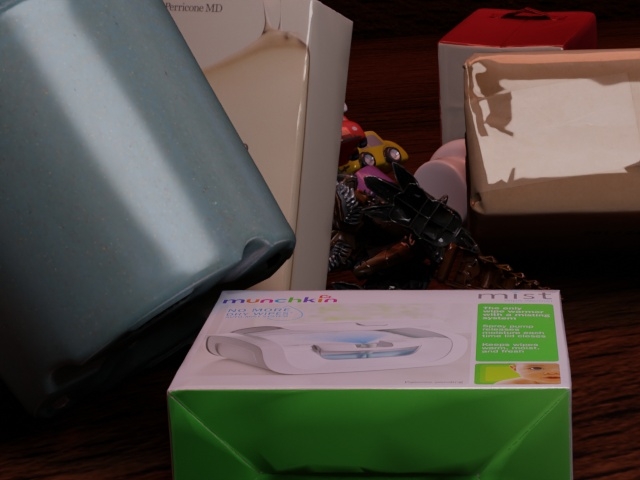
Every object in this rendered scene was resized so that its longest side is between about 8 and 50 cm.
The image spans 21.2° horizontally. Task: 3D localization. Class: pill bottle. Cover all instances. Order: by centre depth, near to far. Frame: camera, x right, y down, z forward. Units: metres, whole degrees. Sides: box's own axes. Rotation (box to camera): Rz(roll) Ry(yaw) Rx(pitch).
[{"bbox_3d":[0.202,-0.069,1.996,0.117,0.117,0.215,11,18,40],"label":"pill bottle"}]

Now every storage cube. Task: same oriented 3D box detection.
[{"bbox_3d":[0.280,-0.209,2.398,0.184,0.215,0.193,5,21,21],"label":"storage cube"}]

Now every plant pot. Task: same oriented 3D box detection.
[{"bbox_3d":[-0.213,-0.061,1.364,0.341,0.334,0.341,-33,-7,-5],"label":"plant pot"}]

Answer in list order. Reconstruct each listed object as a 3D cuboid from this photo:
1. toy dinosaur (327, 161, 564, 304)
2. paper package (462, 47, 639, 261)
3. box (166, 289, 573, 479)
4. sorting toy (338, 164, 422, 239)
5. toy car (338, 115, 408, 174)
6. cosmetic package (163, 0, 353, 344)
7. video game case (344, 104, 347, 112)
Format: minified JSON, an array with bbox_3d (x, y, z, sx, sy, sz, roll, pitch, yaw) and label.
[{"bbox_3d":[0.074,-0.003,1.652,0.322,0.164,0.218,-1,7,2],"label":"toy dinosaur"},{"bbox_3d":[0.308,-0.081,1.739,0.325,0.168,0.309,-2,-10,4],"label":"paper package"},{"bbox_3d":[0.043,0.124,1.197,0.262,0.126,0.231,0,15,7],"label":"box"},{"bbox_3d":[0.000,0.000,1.833,0.126,0.127,0.365,40,29,23],"label":"sorting toy"},{"bbox_3d":[-0.027,-0.078,1.982,0.225,0.053,0.239,-26,-12,14],"label":"toy car"},{"bbox_3d":[-0.074,-0.058,1.528,0.160,0.309,0.113,4,-3,20],"label":"cosmetic package"},{"bbox_3d":[-0.117,-0.056,1.777,0.204,0.025,0.285,-20,-13,-35],"label":"video game case"}]
